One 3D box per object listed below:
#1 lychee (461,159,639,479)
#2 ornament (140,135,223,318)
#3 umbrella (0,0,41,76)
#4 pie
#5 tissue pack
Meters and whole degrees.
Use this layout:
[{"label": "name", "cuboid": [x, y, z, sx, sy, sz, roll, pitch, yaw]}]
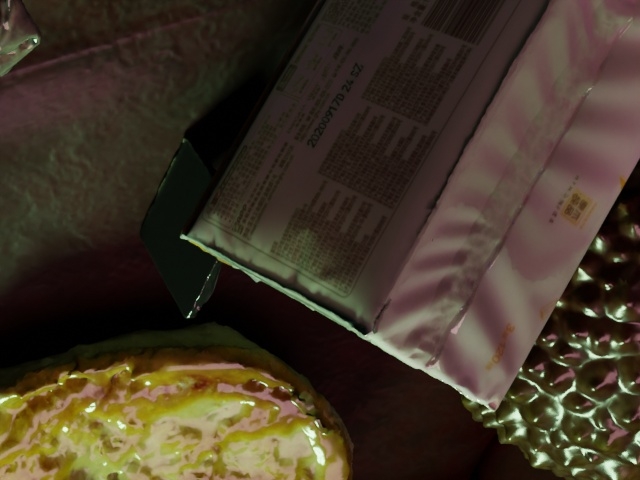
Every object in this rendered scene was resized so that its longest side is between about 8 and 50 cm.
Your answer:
[{"label": "lychee", "cuboid": [0.207, 0.021, 1.152, 0.267, 0.267, 0.267, -12, 134, -13]}, {"label": "ornament", "cuboid": [0.001, 0.005, 1.174, 0.203, 0.081, 0.088, 12, 125, -32]}, {"label": "umbrella", "cuboid": [-0.245, -0.210, 0.878, 0.113, 0.106, 0.357, -30, 128, -9]}, {"label": "pie", "cuboid": [-0.124, 0.191, 1.238, 0.315, 0.092, 0.315, -6, 110, -16]}, {"label": "tissue pack", "cuboid": [0.061, -0.053, 1.024, 0.124, 0.185, 0.225, 31, 87, -38]}]
